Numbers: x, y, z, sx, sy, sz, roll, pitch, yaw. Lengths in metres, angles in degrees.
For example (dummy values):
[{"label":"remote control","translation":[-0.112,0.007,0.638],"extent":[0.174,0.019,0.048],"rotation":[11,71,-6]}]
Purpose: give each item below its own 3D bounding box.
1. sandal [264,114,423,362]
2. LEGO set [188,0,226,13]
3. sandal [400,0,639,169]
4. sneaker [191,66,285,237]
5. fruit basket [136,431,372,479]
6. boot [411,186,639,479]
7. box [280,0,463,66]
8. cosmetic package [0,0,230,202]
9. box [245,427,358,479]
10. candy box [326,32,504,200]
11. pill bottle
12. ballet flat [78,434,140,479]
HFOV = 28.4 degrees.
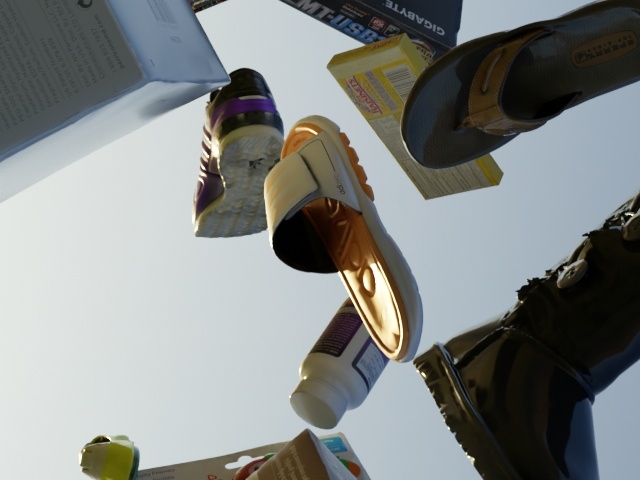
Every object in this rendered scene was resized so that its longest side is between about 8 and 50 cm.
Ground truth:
[{"label":"sandal","translation":[0.002,-0.008,1.032],"extent":[0.265,0.076,0.102],"rotation":[-119,-148,-42]},{"label":"LEGO set","translation":[-0.235,-0.272,1.176],"extent":[0.331,0.192,0.254],"rotation":[-6,-81,32]},{"label":"sandal","translation":[0.156,-0.113,0.938],"extent":[0.219,0.090,0.060],"rotation":[-18,-157,22]},{"label":"sneaker","translation":[-0.103,-0.111,1.582],"extent":[0.293,0.102,0.146],"rotation":[119,-36,-60]},{"label":"fruit basket","translation":[-0.064,0.365,1.654],"extent":[0.353,0.327,0.165],"rotation":[-121,-152,-54]},{"label":"boot","translation":[0.329,0.082,1.242],"extent":[0.445,0.146,0.367],"rotation":[-36,-151,3]},{"label":"box","translation":[0.062,-0.399,1.760],"extent":[0.073,0.296,0.293],"rotation":[-51,-159,44]},{"label":"cosmetic package","translation":[-0.211,-0.117,0.866],"extent":[0.225,0.138,0.224],"rotation":[-27,-178,10]},{"label":"box","translation":[0.074,0.395,1.329],"extent":[0.143,0.381,0.191],"rotation":[-43,-163,2]},{"label":"candy box","translation":[0.104,-0.129,1.371],"extent":[0.105,0.206,0.027],"rotation":[-8,-139,45]},{"label":"pill bottle","translation":[0.035,0.180,1.851],"extent":[0.108,0.108,0.193],"rotation":[-22,-155,49]},{"label":"ballet flat","translation":[-0.297,0.308,1.761],"extent":[0.231,0.077,0.077],"rotation":[169,-64,-79]}]
